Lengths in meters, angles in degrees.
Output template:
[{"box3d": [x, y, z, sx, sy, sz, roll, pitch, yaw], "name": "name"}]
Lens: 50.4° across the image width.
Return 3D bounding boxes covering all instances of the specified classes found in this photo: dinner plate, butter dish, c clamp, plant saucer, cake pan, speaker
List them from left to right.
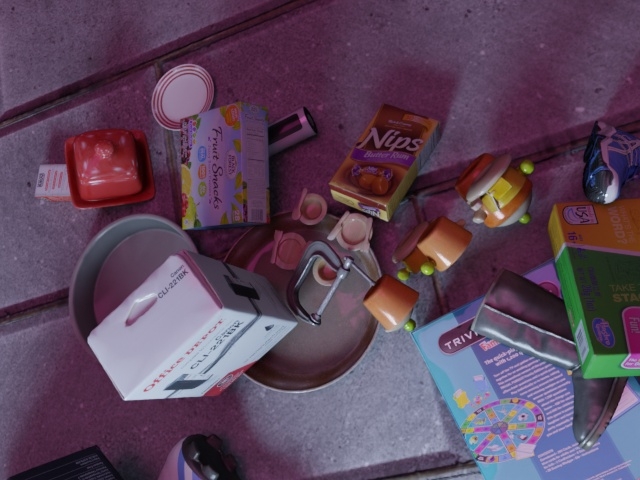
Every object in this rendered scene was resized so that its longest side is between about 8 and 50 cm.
[{"box3d": [-0.407, -0.155, 1.298, 0.160, 0.118, 0.160, -9, 74, -13], "name": "butter dish"}, {"box3d": [-0.336, 0.096, 1.273, 0.293, 0.054, 0.293, -4, 77, 19], "name": "cake pan"}, {"box3d": [-0.272, -0.283, 1.352, 0.141, 0.017, 0.141, -4, 78, 19], "name": "dinner plate"}, {"box3d": [-0.077, -0.190, 1.239, 0.136, 0.055, 0.055, -24, 71, 15], "name": "speaker"}, {"box3d": [-0.036, 0.102, 1.163, 0.311, 0.050, 0.310, -5, 76, 20], "name": "plant saucer"}, {"box3d": [0.003, 0.074, 1.083, 0.137, 0.022, 0.160, 52, 124, 28], "name": "c clamp"}]

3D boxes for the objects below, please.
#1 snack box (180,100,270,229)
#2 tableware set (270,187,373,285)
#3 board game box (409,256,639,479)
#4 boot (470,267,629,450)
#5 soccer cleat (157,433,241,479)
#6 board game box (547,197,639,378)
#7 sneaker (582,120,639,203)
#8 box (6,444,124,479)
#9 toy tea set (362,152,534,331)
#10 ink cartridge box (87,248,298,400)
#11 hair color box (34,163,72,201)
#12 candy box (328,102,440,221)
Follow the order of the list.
[{"box3d": [-0.171, -0.126, 1.206, 0.175, 0.070, 0.207, -3, 88, 43], "name": "snack box"}, {"box3d": [0.000, 0.000, 1.136, 0.169, 0.020, 0.141, 25, 88, 23], "name": "tableware set"}, {"box3d": [0.322, 0.227, 0.986, 0.254, 0.079, 0.336, -29, 70, 12], "name": "board game box"}, {"box3d": [0.304, 0.156, 0.924, 0.209, 0.076, 0.189, 24, 73, 16], "name": "boot"}, {"box3d": [-0.146, 0.471, 1.103, 0.331, 0.116, 0.143, 49, 113, 25], "name": "soccer cleat"}, {"box3d": [0.483, 0.051, 0.886, 0.317, 0.064, 0.242, -4, 53, 4], "name": "board game box"}, {"box3d": [0.423, -0.114, 0.970, 0.081, 0.211, 0.080, 17, 126, 14], "name": "sneaker"}, {"box3d": [-0.401, 0.574, 1.081, 0.312, 0.179, 0.343, 40, 110, 22], "name": "box"}, {"box3d": [0.211, 0.011, 1.034, 0.124, 0.200, 0.336, 40, 109, -4], "name": "toy tea set"}, {"box3d": [-0.182, 0.137, 1.036, 0.197, 0.273, 0.114, -43, 68, 8], "name": "ink cartridge box"}, {"box3d": [-0.510, -0.118, 1.391, 0.141, 0.043, 0.071, 2, 78, 20], "name": "hair color box"}, {"box3d": [0.108, -0.133, 1.129, 0.109, 0.053, 0.186, 23, 66, 24], "name": "candy box"}]
